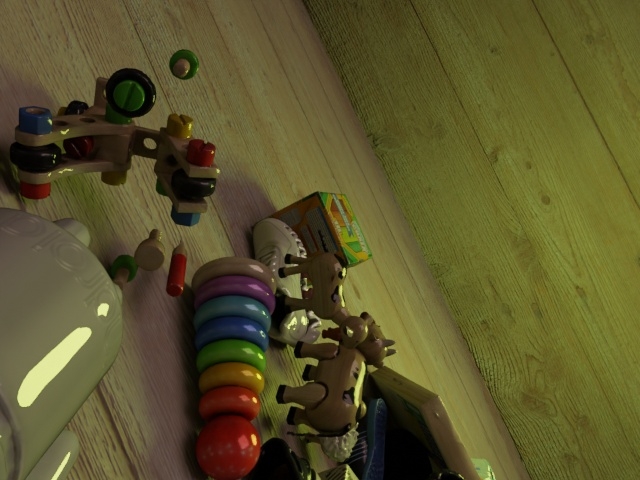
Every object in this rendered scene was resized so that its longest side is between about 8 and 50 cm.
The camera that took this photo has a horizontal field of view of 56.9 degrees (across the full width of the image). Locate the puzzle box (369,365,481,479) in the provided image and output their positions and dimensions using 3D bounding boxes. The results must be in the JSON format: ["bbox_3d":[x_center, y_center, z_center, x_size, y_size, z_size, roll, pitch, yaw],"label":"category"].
[{"bbox_3d":[0.246,0.454,1.393,0.272,0.052,0.409,64,-10,-2],"label":"puzzle box"}]

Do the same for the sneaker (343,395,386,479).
[{"bbox_3d":[0.078,0.439,1.218,0.081,0.091,0.232,45,47,-47],"label":"sneaker"}]

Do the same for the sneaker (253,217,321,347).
[{"bbox_3d":[-0.087,0.077,1.215,0.118,0.110,0.292,18,48,-54],"label":"sneaker"}]

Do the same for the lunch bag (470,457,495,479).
[{"bbox_3d":[0.349,0.688,1.426,0.279,0.108,0.224,-85,-171,-53],"label":"lunch bag"}]

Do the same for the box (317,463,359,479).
[{"bbox_3d":[0.014,0.495,0.923,0.113,0.094,0.275,58,18,-16],"label":"box"}]

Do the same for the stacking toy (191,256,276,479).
[{"bbox_3d":[-0.133,0.189,0.893,0.141,0.141,0.330,46,29,-44],"label":"stacking toy"}]

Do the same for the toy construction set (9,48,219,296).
[{"bbox_3d":[-0.259,-0.101,0.847,0.237,0.258,0.308,-107,-175,-63],"label":"toy construction set"}]

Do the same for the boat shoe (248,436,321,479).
[{"bbox_3d":[-0.075,0.373,0.792,0.113,0.127,0.340,62,16,-5],"label":"boat shoe"}]

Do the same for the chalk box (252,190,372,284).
[{"bbox_3d":[0.000,0.000,1.422,0.180,0.179,0.289,65,18,4],"label":"chalk box"}]

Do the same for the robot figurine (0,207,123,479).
[{"bbox_3d":[-0.290,0.100,0.455,0.353,0.200,0.299,-72,139,-65],"label":"robot figurine"}]

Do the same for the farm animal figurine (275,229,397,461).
[{"bbox_3d":[0.038,0.198,1.049,0.330,0.172,0.326,60,36,-52],"label":"farm animal figurine"}]

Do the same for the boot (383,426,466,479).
[{"bbox_3d":[0.198,0.494,1.173,0.260,0.131,0.347,96,-10,-46],"label":"boot"}]
